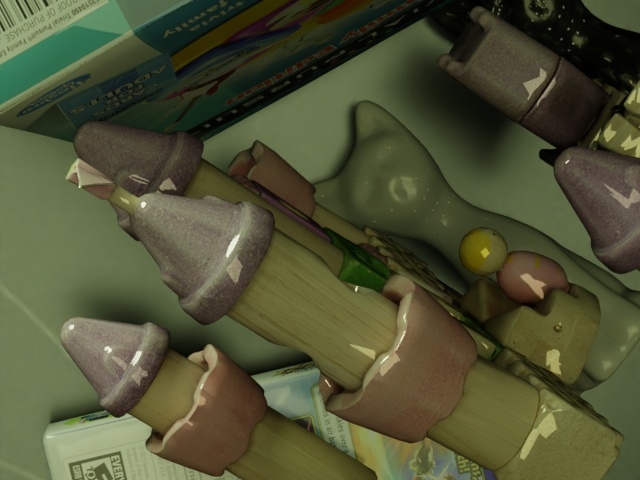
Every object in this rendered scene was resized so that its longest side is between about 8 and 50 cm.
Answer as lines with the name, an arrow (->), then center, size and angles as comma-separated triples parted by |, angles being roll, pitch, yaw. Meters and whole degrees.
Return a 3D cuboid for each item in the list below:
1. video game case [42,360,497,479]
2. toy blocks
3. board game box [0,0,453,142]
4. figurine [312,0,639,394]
video game case -> -0.009, 0.209, 1.062 | 0.244, 0.061, 0.270 | -13, 94, -4
toy blocks -> 0.000, 0.000, 0.867 | 0.260, 0.288, 0.309 | 33, 95, -15
board game box -> -0.021, -0.136, 0.886 | 0.253, 0.336, 0.079 | -29, 86, 6
figurine -> 0.124, -0.046, 1.063 | 0.209, 0.092, 0.215 | 37, 89, 2
